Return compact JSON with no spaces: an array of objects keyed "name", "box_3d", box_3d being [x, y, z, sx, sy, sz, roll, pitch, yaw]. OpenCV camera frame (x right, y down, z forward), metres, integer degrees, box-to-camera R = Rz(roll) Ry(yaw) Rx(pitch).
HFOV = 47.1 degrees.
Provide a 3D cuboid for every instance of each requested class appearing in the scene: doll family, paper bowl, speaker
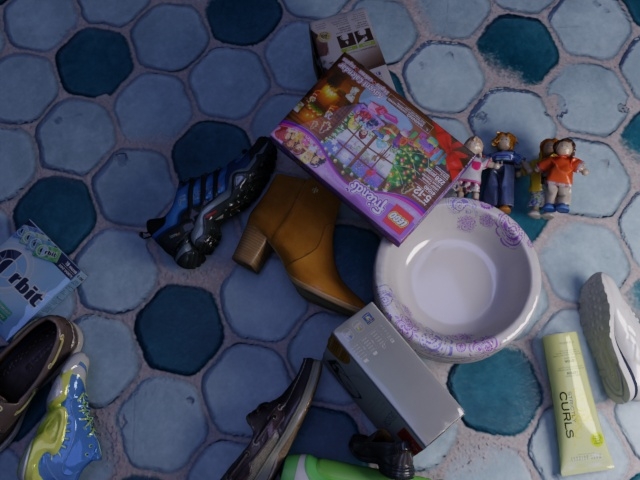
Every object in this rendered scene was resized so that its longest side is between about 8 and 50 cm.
[{"name":"doll family","box_3d":[0.374,-0.129,1.398,0.263,0.118,0.163,5,78,23]},{"name":"paper bowl","box_3d":[0.233,0.076,1.302,0.284,0.148,0.284,-1,72,3]},{"name":"speaker","box_3d":[0.081,0.433,1.202,0.297,0.131,0.131,9,72,6]}]

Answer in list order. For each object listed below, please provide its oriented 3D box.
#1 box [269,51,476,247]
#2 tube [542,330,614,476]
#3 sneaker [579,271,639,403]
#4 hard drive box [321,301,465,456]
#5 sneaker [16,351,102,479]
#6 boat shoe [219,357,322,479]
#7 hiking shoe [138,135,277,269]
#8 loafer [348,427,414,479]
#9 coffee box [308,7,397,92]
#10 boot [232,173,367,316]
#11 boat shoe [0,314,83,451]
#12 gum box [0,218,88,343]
[{"name":"box","box_3d":[0.088,-0.157,1.259,0.293,0.057,0.201,40,83,9]},{"name":"tube","box_3d":[0.441,0.280,1.276,0.070,0.062,0.240,-18,72,39]},{"name":"sneaker","box_3d":[0.534,0.168,1.302,0.095,0.090,0.235,-7,75,-13]},{"name":"hard drive box","box_3d":[0.114,0.241,1.231,0.089,0.181,0.232,-36,73,-19]},{"name":"sneaker","box_3d":[-0.430,0.324,1.296,0.126,0.091,0.240,22,73,-10]},{"name":"boat shoe","box_3d":[-0.087,0.323,1.261,0.092,0.103,0.285,26,81,5]},{"name":"hiking shoe","box_3d":[-0.206,-0.096,1.396,0.132,0.113,0.304,36,77,12]},{"name":"loafer","box_3d":[0.102,0.341,1.217,0.062,0.170,0.061,5,89,-30]},{"name":"coffee box","box_3d":[0.076,-0.266,1.412,0.119,0.168,0.297,-17,71,-2]},{"name":"boot","box_3d":[-0.001,0.000,1.361,0.295,0.104,0.211,26,75,15]},{"name":"boat shoe","box_3d":[-0.559,0.266,1.301,0.117,0.096,0.324,37,77,13]},{"name":"gum box","box_3d":[-0.565,0.077,1.393,0.157,0.041,0.184,42,77,14]}]
